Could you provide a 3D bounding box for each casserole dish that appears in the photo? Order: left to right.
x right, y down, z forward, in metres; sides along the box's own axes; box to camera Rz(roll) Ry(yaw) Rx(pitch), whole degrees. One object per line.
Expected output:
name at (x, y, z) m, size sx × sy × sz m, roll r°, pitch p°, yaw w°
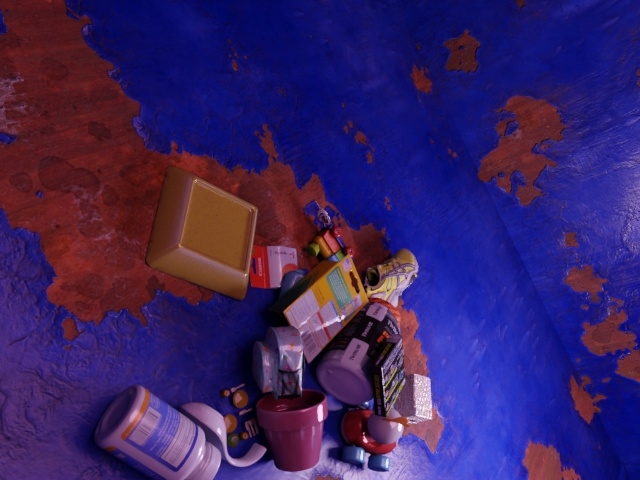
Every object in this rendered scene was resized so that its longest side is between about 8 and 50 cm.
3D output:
casserole dish at (-0.078, 0.185, 1.758) m, size 0.114 × 0.037 × 0.189 m, roll 26°, pitch 74°, yaw -42°

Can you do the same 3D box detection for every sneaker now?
sneaker at (0.263, 0.135, 2.115) m, size 0.147 × 0.145 × 0.385 m, roll 54°, pitch 41°, yaw -15°

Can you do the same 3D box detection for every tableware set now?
tableware set at (-0.235, 0.481, 1.507) m, size 0.104 × 0.024 × 0.154 m, roll -15°, pitch 86°, yaw -40°

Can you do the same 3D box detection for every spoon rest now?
spoon rest at (-0.256, 0.500, 1.398) m, size 0.276 × 0.137 × 0.084 m, roll 47°, pitch 61°, yaw -30°

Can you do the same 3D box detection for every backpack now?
backpack at (-0.119, 0.337, 1.557) m, size 0.144 × 0.166 × 0.189 m, roll 8°, pitch 98°, yaw -20°

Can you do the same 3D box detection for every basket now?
basket at (0.341, 0.582, 2.021) m, size 0.113 × 0.103 × 0.167 m, roll 24°, pitch 57°, yaw -37°

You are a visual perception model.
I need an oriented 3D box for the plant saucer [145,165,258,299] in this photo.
plant saucer at (-0.315, -0.032, 1.609) m, size 0.332 × 0.081 × 0.333 m, roll 26°, pitch 54°, yaw -35°

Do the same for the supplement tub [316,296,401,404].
supplement tub at (0.140, 0.357, 1.829) m, size 0.207 × 0.207 × 0.338 m, roll 53°, pitch 43°, yaw -16°

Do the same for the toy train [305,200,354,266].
toy train at (0.000, 0.000, 1.936) m, size 0.143 × 0.105 × 0.248 m, roll -40°, pitch 103°, yaw -35°

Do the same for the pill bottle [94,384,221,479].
pill bottle at (-0.367, 0.468, 1.270) m, size 0.272 × 0.152 × 0.152 m, roll 45°, pitch 45°, yaw -24°

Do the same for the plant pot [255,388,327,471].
plant pot at (-0.074, 0.535, 1.542) m, size 0.201 × 0.201 × 0.180 m, roll -9°, pitch 95°, yaw -49°

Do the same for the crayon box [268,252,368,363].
crayon box at (0.002, 0.207, 1.753) m, size 0.323 × 0.083 × 0.203 m, roll -40°, pitch 118°, yaw -34°

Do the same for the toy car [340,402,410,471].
toy car at (0.206, 0.601, 1.750) m, size 0.210 × 0.238 × 0.219 m, roll 27°, pitch 54°, yaw -25°

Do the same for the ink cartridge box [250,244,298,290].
ink cartridge box at (-0.148, 0.084, 1.769) m, size 0.179 × 0.045 × 0.146 m, roll 14°, pitch 62°, yaw -46°

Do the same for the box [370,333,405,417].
box at (0.213, 0.417, 1.709) m, size 0.190 × 0.045 × 0.184 m, roll -40°, pitch 130°, yaw -54°
